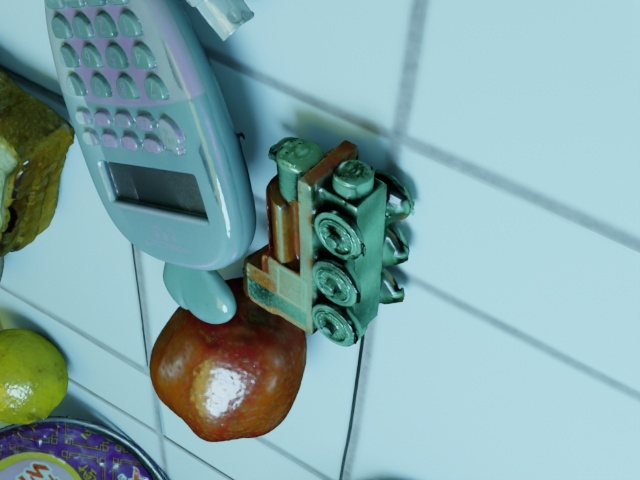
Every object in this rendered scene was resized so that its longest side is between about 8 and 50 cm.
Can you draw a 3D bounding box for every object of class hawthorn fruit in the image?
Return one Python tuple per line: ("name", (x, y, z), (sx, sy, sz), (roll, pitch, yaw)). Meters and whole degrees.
("hawthorn fruit", (-0.074, 0.097, 0.850), (0.133, 0.133, 0.138), (32, 127, 11))

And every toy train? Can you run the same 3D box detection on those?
("toy train", (0.000, 0.000, 0.730), (0.118, 0.074, 0.176), (29, 144, 26))

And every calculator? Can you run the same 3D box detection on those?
("calculator", (-0.123, -0.075, 0.744), (0.185, 0.041, 0.299), (10, 124, 48))

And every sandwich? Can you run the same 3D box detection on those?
("sandwich", (-0.338, -0.111, 0.906), (0.251, 0.087, 0.226), (41, 143, 4))

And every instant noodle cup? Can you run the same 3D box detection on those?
("instant noodle cup", (-0.375, 0.405, 1.320), (0.340, 0.340, 0.266), (47, 153, -9))

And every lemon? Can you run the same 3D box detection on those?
("lemon", (-0.359, 0.158, 1.200), (0.133, 0.109, 0.109), (42, 146, 13))

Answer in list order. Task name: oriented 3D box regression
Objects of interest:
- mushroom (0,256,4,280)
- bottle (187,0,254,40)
("mushroom", (-0.448, 0.015, 1.055), (0.206, 0.206, 0.209), (-17, 115, 50))
("bottle", (-0.117, -0.215, 0.612), (0.060, 0.060, 0.217), (-17, 116, 50))
